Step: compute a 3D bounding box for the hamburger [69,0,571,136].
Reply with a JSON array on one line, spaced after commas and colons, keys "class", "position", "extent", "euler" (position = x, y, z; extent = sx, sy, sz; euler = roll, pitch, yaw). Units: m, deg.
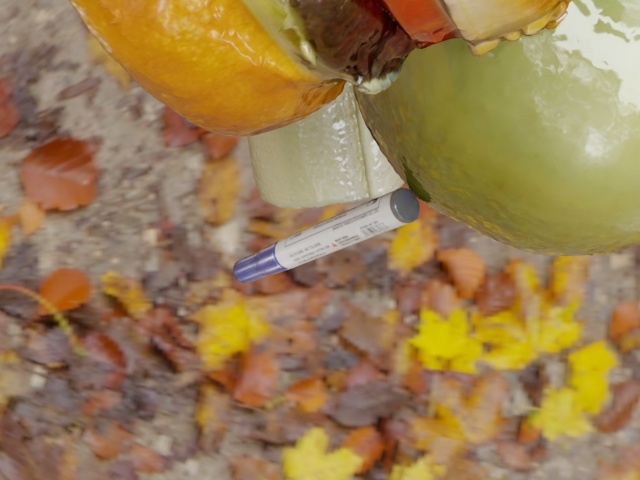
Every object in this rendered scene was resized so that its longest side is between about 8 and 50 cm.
[{"class": "hamburger", "position": [-0.003, -0.229, 0.910], "extent": [0.250, 0.330, 0.330], "euler": [-22, 97, 21]}]

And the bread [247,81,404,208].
[{"class": "bread", "position": [0.006, -0.116, 1.581], "extent": [0.148, 0.134, 0.141], "euler": [-2, 114, 15]}]

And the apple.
[{"class": "apple", "position": [0.162, -0.130, 1.167], "extent": [0.292, 0.254, 0.292], "euler": [9, 48, -10]}]

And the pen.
[{"class": "pen", "position": [0.000, 0.000, 1.259], "extent": [0.025, 0.204, 0.025], "euler": [11, 70, -33]}]
